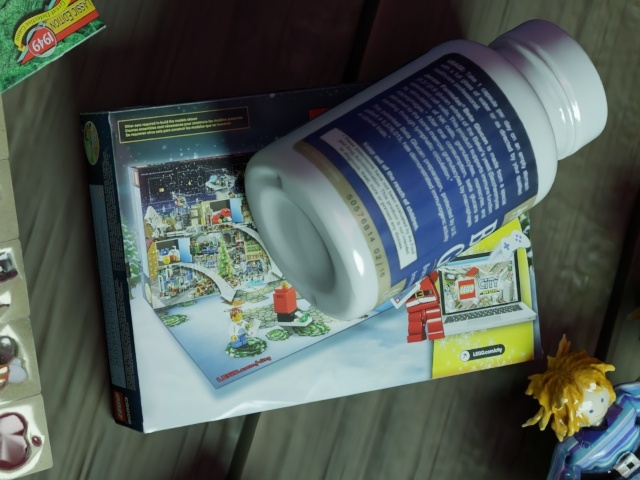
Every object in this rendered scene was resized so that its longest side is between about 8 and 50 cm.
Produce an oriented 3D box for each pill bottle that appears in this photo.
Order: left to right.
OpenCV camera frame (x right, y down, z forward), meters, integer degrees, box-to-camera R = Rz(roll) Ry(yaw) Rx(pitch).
[{"bbox_3d":[0.056,-0.040,0.952,0.169,0.094,0.094,-32,105,-21],"label":"pill bottle"}]

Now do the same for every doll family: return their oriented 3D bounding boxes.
[{"bbox_3d":[0.188,0.105,1.071,0.263,0.118,0.163,-44,128,-14],"label":"doll family"}]

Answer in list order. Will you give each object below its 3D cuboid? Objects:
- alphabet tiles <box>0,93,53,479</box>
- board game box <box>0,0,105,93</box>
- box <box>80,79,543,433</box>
[{"bbox_3d":[-0.229,0.019,0.888,0.198,0.009,0.237,-14,106,-28],"label":"alphabet tiles"},{"bbox_3d":[-0.238,-0.090,0.895,0.260,0.030,0.136,-37,109,-21],"label":"board game box"},{"bbox_3d":[0.000,0.000,1.005,0.233,0.044,0.159,-8,95,-26],"label":"box"}]
